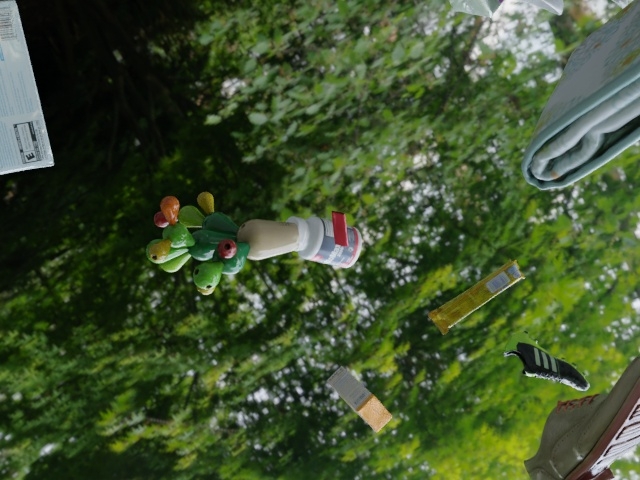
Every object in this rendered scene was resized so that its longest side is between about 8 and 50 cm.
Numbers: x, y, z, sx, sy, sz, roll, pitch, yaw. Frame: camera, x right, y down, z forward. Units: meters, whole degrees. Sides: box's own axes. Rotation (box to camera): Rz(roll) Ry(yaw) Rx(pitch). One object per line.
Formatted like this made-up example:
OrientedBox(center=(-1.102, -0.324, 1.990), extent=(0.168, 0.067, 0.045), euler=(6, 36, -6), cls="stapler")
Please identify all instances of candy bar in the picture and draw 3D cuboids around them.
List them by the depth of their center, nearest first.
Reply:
OrientedBox(center=(0.243, 0.085, 1.085), extent=(0.161, 0.040, 0.018), euler=(-34, 170, 0), cls="candy bar")

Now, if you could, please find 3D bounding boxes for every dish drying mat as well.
OrientedBox(center=(0.041, -0.024, 1.450), extent=(0.032, 0.083, 0.008), euler=(16, -139, 29), cls="dish drying mat")

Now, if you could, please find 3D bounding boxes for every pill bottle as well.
OrientedBox(center=(0.000, 0.000, 1.721), extent=(0.108, 0.180, 0.107), euler=(-30, -126, 51), cls="pill bottle")

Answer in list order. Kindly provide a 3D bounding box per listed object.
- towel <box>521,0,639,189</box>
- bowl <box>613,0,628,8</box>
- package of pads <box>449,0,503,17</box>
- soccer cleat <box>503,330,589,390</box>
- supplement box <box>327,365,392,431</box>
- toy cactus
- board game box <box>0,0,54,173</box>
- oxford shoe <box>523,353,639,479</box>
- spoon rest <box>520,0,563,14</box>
OrientedBox(center=(0.452, -0.255, 0.950), extent=(0.320, 0.090, 0.374), euler=(-53, -172, -36), cls="towel")
OrientedBox(center=(0.485, -0.565, 1.275), extent=(0.134, 0.298, 0.298), euler=(-52, -173, 27), cls="bowl")
OrientedBox(center=(0.225, -0.498, 0.965), extent=(0.229, 0.296, 0.101), euler=(-51, -135, -6), cls="package of pads")
OrientedBox(center=(0.457, 0.258, 1.430), extent=(0.179, 0.060, 0.072), euler=(35, -109, 24), cls="soccer cleat")
OrientedBox(center=(0.059, 0.244, 1.087), extent=(0.036, 0.062, 0.098), euler=(-44, -148, -8), cls="supplement box")
OrientedBox(center=(-0.118, -0.008, 0.840), extent=(0.181, 0.112, 0.219), euler=(-5, -168, -16), cls="toy cactus")
OrientedBox(center=(-0.532, -0.180, 0.912), extent=(0.303, 0.224, 0.097), euler=(-15, -158, -25), cls="board game box")
OrientedBox(center=(0.411, 0.284, 1.081), extent=(0.123, 0.348, 0.130), euler=(-2, -142, -34), cls="oxford shoe")
OrientedBox(center=(0.359, -0.497, 1.344), extent=(0.084, 0.137, 0.276), euler=(-56, -139, 24), cls="spoon rest")
